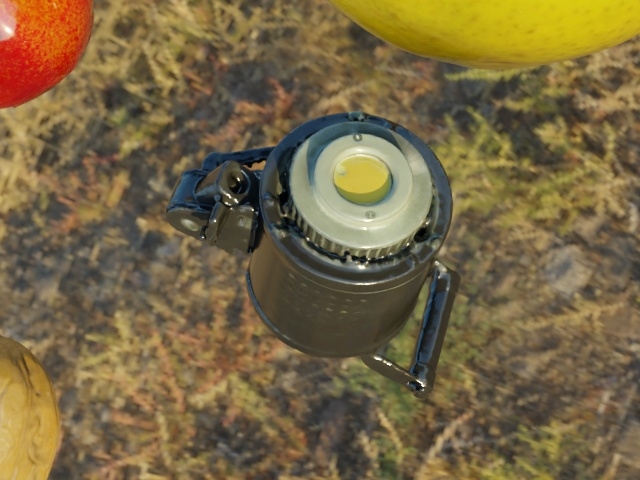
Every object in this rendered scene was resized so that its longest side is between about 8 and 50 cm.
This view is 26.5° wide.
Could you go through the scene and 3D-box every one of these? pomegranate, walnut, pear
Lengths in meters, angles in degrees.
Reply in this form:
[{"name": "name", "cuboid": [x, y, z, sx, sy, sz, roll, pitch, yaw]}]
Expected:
[{"name": "pomegranate", "cuboid": [-0.322, -0.237, 1.281, 0.210, 0.235, 0.210, -19, 36, 15]}, {"name": "walnut", "cuboid": [-0.334, 0.191, 1.321, 0.159, 0.159, 0.207, 5, 82, 41]}, {"name": "pear", "cuboid": [0.117, -0.241, 1.103, 0.386, 0.340, 0.191, 14, 97, 1]}]

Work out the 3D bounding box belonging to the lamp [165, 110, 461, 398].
[{"name": "lamp", "cuboid": [0.037, -0.001, 1.469, 0.272, 0.374, 0.205, -36, 31, 58]}]
